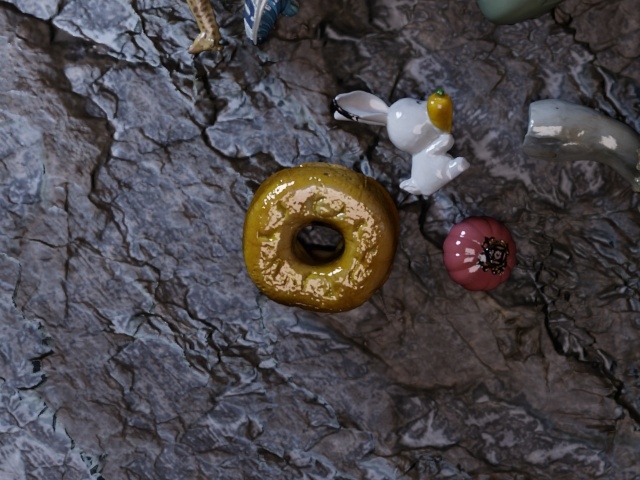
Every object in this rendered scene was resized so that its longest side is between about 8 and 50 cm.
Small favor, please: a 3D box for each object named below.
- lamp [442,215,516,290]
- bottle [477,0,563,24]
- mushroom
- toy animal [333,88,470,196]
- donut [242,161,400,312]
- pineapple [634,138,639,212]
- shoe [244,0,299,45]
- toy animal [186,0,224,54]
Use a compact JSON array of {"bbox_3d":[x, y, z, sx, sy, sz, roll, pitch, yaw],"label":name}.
[{"bbox_3d":[0.221,0.018,1.802,0.107,0.092,0.107,0,91,-27],"label":"lamp"},{"bbox_3d":[0.231,-0.442,1.619,0.168,0.168,0.347,-11,107,8],"label":"bottle"},{"bbox_3d":[0.381,-0.126,1.753,0.223,0.081,0.092,18,106,-3],"label":"mushroom"},{"bbox_3d":[0.115,-0.148,1.747,0.127,0.131,0.181,-35,92,-8],"label":"toy animal"},{"bbox_3d":[-0.001,-0.002,1.802,0.227,0.114,0.226,1,106,5],"label":"donut"},{"bbox_3d":[0.481,-0.141,1.645,0.202,0.202,0.362,-14,75,8],"label":"pineapple"},{"bbox_3d":[-0.059,-0.325,1.736,0.071,0.064,0.143,18,114,-21],"label":"shoe"},{"bbox_3d":[-0.206,-0.377,1.732,0.275,0.054,0.149,43,108,-10],"label":"toy animal"}]
